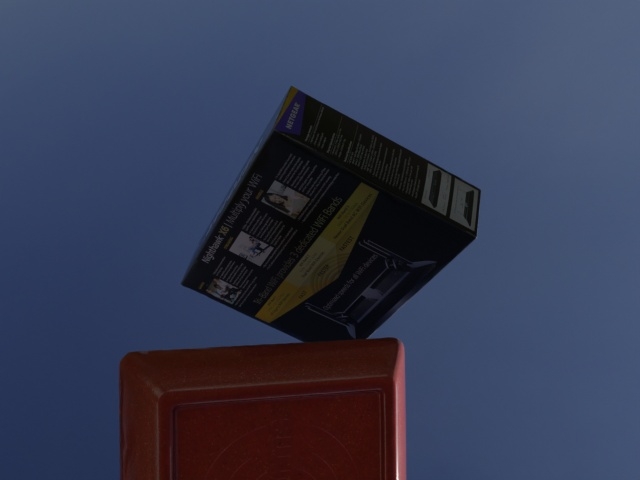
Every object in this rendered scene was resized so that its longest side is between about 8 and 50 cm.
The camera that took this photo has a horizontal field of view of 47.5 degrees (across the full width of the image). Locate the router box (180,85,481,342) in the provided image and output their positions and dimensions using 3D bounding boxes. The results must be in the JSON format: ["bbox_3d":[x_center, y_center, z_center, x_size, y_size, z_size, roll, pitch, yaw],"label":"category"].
[{"bbox_3d":[0.000,0.000,0.862,0.309,0.243,0.081,-50,-163,46],"label":"router box"}]

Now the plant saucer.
[{"bbox_3d":[-0.037,0.220,0.620,0.259,0.259,0.047,0,179,-17],"label":"plant saucer"}]
